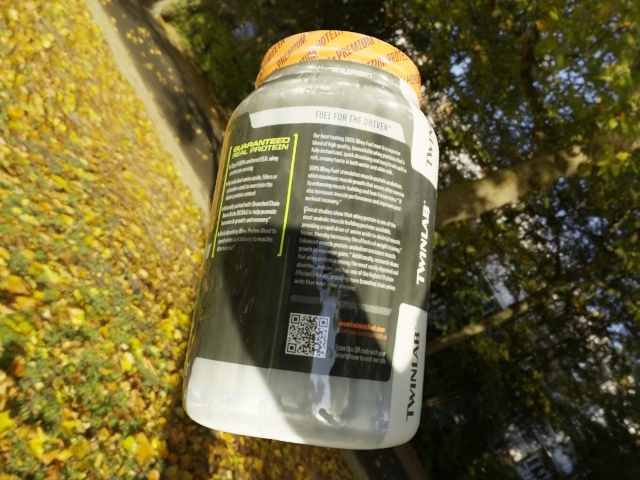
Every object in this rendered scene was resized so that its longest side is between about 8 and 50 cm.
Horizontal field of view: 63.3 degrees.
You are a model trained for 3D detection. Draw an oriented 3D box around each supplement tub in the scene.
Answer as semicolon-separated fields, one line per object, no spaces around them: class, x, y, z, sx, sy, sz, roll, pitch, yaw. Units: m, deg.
supplement tub;0.000;0.000;0.482;0.207;0.207;0.337;54;42;-72

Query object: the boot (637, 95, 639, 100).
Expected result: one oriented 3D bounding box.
boot;0.625;-0.246;0.935;0.084;0.059;0.158;54;33;7
